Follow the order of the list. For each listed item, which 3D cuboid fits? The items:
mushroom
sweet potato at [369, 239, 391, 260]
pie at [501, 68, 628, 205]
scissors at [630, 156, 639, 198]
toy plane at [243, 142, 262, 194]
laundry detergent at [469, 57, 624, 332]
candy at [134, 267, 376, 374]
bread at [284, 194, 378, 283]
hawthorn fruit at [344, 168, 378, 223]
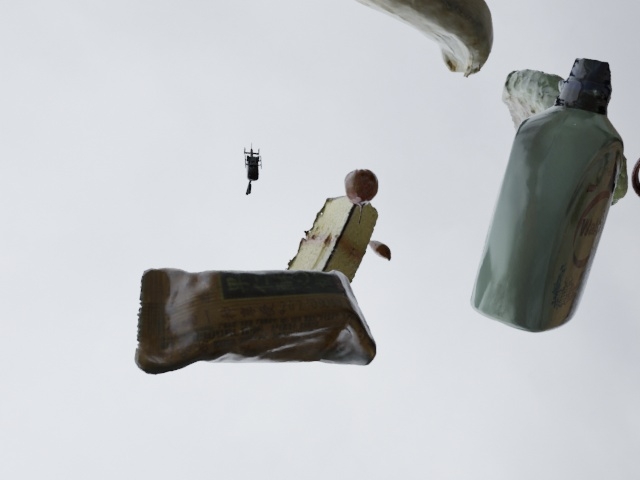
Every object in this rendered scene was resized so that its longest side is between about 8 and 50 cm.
[{"bbox_3d":[0.149,-0.340,0.904,0.351,0.122,0.095,20,-131,-44],"label":"mushroom"},{"bbox_3d":[0.140,0.019,1.499,0.034,0.095,0.034,-19,-52,-27],"label":"sweet potato"},{"bbox_3d":[0.421,-0.174,1.094,0.306,0.071,0.306,57,-174,-10],"label":"pie"},{"bbox_3d":[0.399,-0.132,0.661,0.017,0.144,0.248,-38,-51,-27],"label":"scissors"},{"bbox_3d":[-0.153,-0.169,1.410,0.037,0.060,0.145,2,-134,-10],"label":"toy plane"},{"bbox_3d":[0.261,-0.052,0.692,0.214,0.105,0.281,-5,-70,-54],"label":"laundry detergent"},{"bbox_3d":[-0.077,0.087,0.732,0.271,0.101,0.143,1,-136,-21],"label":"candy"},{"bbox_3d":[0.000,0.000,1.417,0.135,0.178,0.240,42,-110,-53],"label":"bread"},{"bbox_3d":[0.077,-0.082,1.169,0.066,0.066,0.103,-15,-80,-44],"label":"hawthorn fruit"}]
